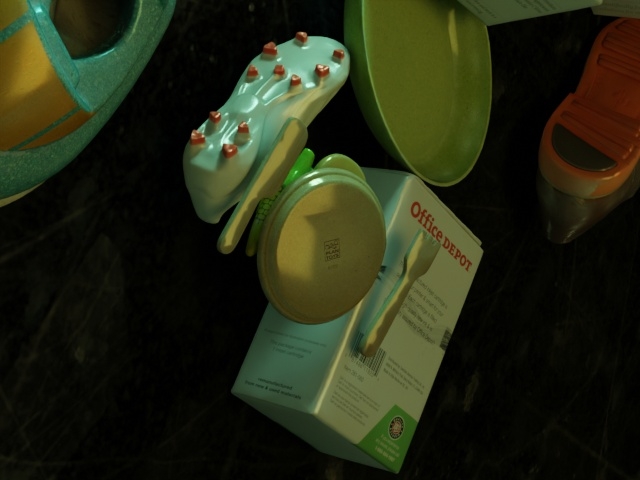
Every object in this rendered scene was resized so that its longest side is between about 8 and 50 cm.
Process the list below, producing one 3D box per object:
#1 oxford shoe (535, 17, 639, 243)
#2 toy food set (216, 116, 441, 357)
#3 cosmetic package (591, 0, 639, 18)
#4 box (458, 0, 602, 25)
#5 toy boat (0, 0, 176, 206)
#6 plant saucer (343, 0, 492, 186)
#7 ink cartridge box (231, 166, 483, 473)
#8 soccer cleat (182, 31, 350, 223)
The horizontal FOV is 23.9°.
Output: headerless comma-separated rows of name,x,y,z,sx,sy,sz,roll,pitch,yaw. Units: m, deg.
oxford shoe,0.331,-0.136,1.658,0.364,0.130,0.132,-44,155,-37
toy food set,0.000,0.000,1.167,0.192,0.038,0.132,40,76,-37
cosmetic package,0.426,-0.414,1.616,0.365,0.197,0.155,-60,143,-23
box,0.157,-0.305,1.292,0.181,0.119,0.181,26,62,-55
toy boat,-0.194,-0.164,0.838,0.267,0.148,0.318,-57,141,-27
plant saucer,0.080,-0.164,1.293,0.241,0.037,0.241,12,76,-58
ink cartridge box,0.037,0.065,1.288,0.160,0.093,0.219,43,65,-50
soccer cleat,-0.043,-0.091,1.161,0.196,0.068,0.076,-48,155,-39
